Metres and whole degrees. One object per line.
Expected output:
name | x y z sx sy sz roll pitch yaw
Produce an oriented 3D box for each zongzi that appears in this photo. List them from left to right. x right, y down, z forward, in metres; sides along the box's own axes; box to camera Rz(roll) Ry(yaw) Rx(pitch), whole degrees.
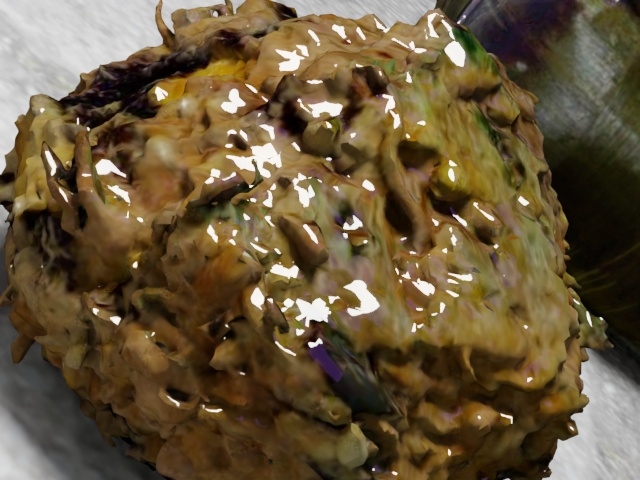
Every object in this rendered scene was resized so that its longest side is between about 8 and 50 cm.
zongzi | 0.241 -0.057 1.144 0.403 0.208 0.432 41 11 -12

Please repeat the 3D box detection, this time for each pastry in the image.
pastry | 0.000 0.000 0.643 0.275 0.193 0.275 34 25 -19
